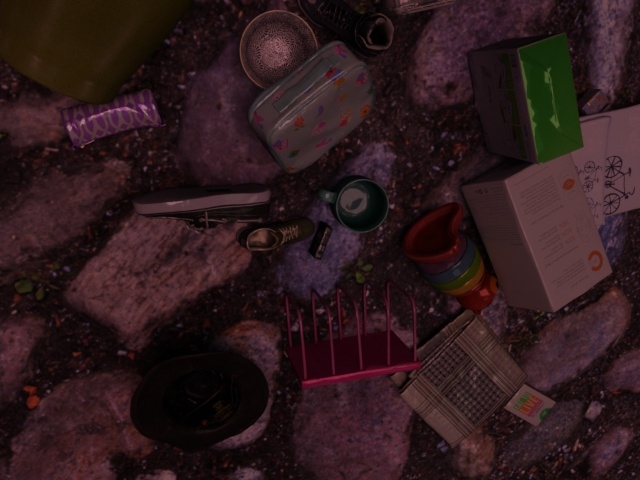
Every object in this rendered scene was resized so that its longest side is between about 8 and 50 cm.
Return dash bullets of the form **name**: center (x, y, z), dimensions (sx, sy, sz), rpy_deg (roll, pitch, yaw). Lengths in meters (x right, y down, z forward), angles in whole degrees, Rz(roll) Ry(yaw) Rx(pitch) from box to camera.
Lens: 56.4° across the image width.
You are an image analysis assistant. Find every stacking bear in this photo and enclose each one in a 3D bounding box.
- **stacking bear**: center (0.349, 0.071, 1.514), dimensions (0.164, 0.175, 0.289), rpy_deg (-21, 128, 35)

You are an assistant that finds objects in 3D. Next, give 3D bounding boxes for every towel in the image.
- **towel**: center (0.388, 0.380, 1.649), dimensions (0.312, 0.056, 0.324), rpy_deg (-42, 107, 0)

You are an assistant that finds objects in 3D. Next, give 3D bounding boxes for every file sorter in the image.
- **file sorter**: center (0.070, 0.211, 1.454), dimensions (0.291, 0.202, 0.182), rpy_deg (-7, 105, -12)

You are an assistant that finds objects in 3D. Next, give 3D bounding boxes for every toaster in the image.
- **toaster**: center (0.214, -0.585, 1.319), dimensions (0.227, 0.129, 0.146), rpy_deg (-17, 112, -11)

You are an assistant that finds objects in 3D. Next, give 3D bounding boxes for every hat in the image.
- **hat**: center (-0.293, 0.350, 1.437), dimensions (0.332, 0.134, 0.331), rpy_deg (-11, 125, -16)

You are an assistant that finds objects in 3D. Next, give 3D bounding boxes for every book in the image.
- **book**: center (0.609, 0.477, 1.751), dimensions (0.144, 0.035, 0.096), rpy_deg (31, 98, -21)

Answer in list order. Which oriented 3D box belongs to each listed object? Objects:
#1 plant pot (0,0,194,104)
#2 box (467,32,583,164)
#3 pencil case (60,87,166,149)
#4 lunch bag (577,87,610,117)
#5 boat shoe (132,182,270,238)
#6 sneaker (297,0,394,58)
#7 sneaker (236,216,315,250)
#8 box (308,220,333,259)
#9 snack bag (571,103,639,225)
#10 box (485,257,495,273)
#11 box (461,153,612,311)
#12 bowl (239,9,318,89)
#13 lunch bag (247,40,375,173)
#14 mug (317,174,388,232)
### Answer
- **plant pot**: center (-0.424, -0.461, 1.101), dimensions (0.367, 0.366, 0.353), rpy_deg (29, 108, -19)
- **box**: center (0.470, -0.330, 1.393), dimensions (0.127, 0.231, 0.261), rpy_deg (-20, 108, -8)
- **pencil case**: center (-0.441, -0.258, 1.262), dimensions (0.206, 0.086, 0.088), rpy_deg (-18, 95, -8)
- **lunch bag**: center (0.708, -0.342, 1.545), dimensions (0.071, 0.053, 0.083), rpy_deg (-46, 119, 3)
- **boat shoe**: center (-0.262, -0.064, 1.348), dimensions (0.307, 0.113, 0.104), rpy_deg (-9, 113, -28)
- **sneaker**: center (0.060, -0.481, 1.289), dimensions (0.226, 0.163, 0.086), rpy_deg (30, 97, -18)
- **sneaker**: center (-0.099, -0.009, 1.413), dimensions (0.192, 0.086, 0.064), rpy_deg (-9, 106, -12)
- **box**: center (0.000, 0.000, 1.451), dimensions (0.018, 0.067, 0.083), rpy_deg (19, 100, -18)
- **snack bag**: center (0.747, -0.185, 1.577), dimensions (0.343, 0.037, 0.322), rpy_deg (-14, 117, -10)
- **box**: center (0.561, 0.046, 1.619), dimensions (0.207, 0.036, 0.114), rpy_deg (10, 102, -16)
- **box**: center (0.535, -0.029, 1.476), dimensions (0.215, 0.168, 0.345), rpy_deg (-28, 101, -20)
- **bowl**: center (-0.096, -0.413, 1.310), dimensions (0.170, 0.080, 0.170), rpy_deg (-4, 106, -13)
- **lunch bag**: center (-0.014, -0.291, 1.291), dimensions (0.279, 0.224, 0.108), rpy_deg (-40, 66, -2)
- **mug**: center (0.079, -0.101, 1.428), dimensions (0.129, 0.097, 0.157), rpy_deg (-42, 109, 0)
